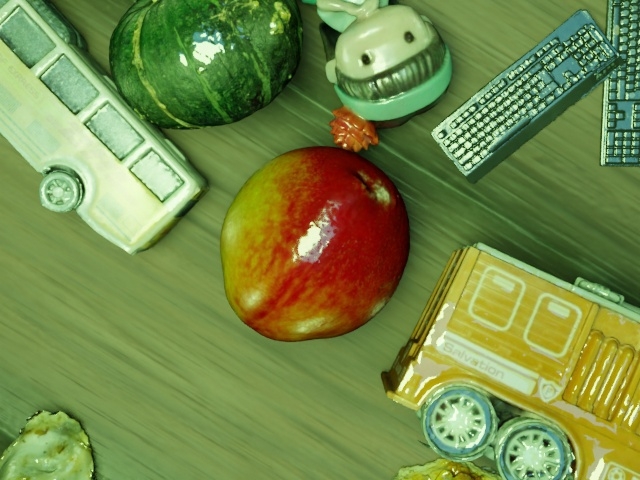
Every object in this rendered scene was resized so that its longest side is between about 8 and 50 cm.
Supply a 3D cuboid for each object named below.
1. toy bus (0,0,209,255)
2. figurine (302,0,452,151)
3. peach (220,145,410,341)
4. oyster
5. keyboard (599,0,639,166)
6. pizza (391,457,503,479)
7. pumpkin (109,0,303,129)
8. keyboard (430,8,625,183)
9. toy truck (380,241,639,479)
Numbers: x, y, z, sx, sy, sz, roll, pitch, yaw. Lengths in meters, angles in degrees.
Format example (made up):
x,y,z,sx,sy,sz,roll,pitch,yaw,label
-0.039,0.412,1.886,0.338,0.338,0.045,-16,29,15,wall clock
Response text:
x,y,z,sx,sy,sz,roll,pitch,yaw,label
-0.272,-0.136,0.803,0.138,0.097,0.342,-42,93,5,toy bus
0.031,-0.219,0.773,0.137,0.110,0.246,-27,91,16,figurine
0.000,0.000,0.755,0.197,0.197,0.197,0,96,4,peach
-0.306,0.330,0.875,0.166,0.094,0.294,14,87,-16,oyster
0.320,-0.174,0.803,0.063,0.010,0.198,1,96,5,keyboard
0.190,0.307,0.842,0.246,0.058,0.127,31,97,-2,pizza
-0.106,-0.186,0.743,0.190,0.190,0.146,-11,131,5,pumpkin
0.210,-0.145,0.808,0.196,0.015,0.074,-39,89,11,keyboard
0.267,0.156,0.764,0.387,0.173,0.207,25,89,3,toy truck
